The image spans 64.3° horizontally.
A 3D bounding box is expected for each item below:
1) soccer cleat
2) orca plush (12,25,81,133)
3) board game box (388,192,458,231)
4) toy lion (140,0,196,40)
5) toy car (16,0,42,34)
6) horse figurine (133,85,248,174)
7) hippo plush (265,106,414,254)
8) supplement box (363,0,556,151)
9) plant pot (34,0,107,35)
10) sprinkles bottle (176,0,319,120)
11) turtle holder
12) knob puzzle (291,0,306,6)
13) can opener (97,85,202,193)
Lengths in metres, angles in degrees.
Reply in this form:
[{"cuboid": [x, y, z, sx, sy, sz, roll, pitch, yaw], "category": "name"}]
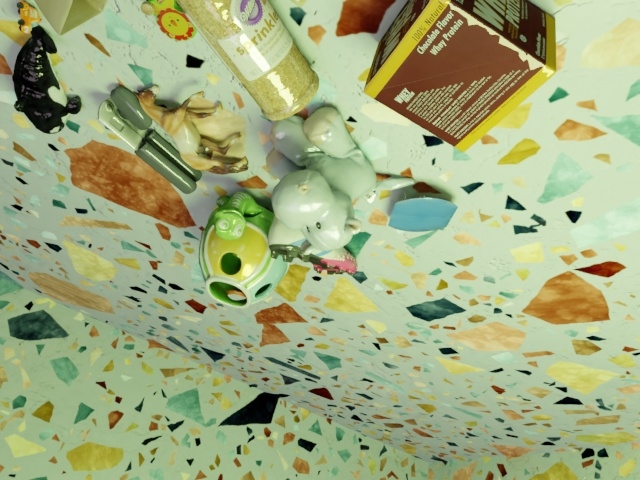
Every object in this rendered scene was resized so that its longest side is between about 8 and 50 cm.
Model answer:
[{"cuboid": [0.000, 0.000, 1.261, 0.116, 0.143, 0.331, -1, 166, 34], "category": "soccer cleat"}, {"cuboid": [-0.599, -0.309, 1.084, 0.151, 0.102, 0.287, 32, 144, -21], "category": "orca plush"}, {"cuboid": [0.220, -0.067, 1.111, 0.133, 0.033, 0.169, 2, 157, 0], "category": "board game box"}, {"cuboid": [-0.249, -0.391, 0.875, 0.100, 0.034, 0.096, -16, 141, 39], "category": "toy lion"}, {"cuboid": [-0.531, -0.430, 0.926, 0.040, 0.060, 0.122, -4, 163, -28], "category": "toy car"}, {"cuboid": [-0.262, -0.223, 1.090, 0.174, 0.066, 0.263, -9, 136, 26], "category": "horse figurine"}, {"cuboid": [-0.007, -0.084, 1.016, 0.294, 0.237, 0.234, 39, 141, -28], "category": "hippo plush"}, {"cuboid": [0.200, -0.271, 0.749, 0.194, 0.129, 0.191, 26, 146, -13], "category": "supplement box"}, {"cuboid": [-0.418, -0.427, 0.838, 0.096, 0.109, 0.109, 45, 139, -16], "category": "plant pot"}, {"cuboid": [-0.138, -0.352, 0.787, 0.121, 0.121, 0.355, -8, 141, 33], "category": "sprinkles bottle"}, {"cuboid": [-0.182, 0.027, 1.264, 0.243, 0.228, 0.320, 29, 145, -15], "category": "turtle holder"}, {"cuboid": [-0.065, -0.444, 0.711, 0.213, 0.030, 0.213, 13, 147, 8], "category": "knob puzzle"}, {"cuboid": [-0.374, -0.214, 1.144, 0.093, 0.074, 0.280, -11, 137, 35], "category": "can opener"}]
